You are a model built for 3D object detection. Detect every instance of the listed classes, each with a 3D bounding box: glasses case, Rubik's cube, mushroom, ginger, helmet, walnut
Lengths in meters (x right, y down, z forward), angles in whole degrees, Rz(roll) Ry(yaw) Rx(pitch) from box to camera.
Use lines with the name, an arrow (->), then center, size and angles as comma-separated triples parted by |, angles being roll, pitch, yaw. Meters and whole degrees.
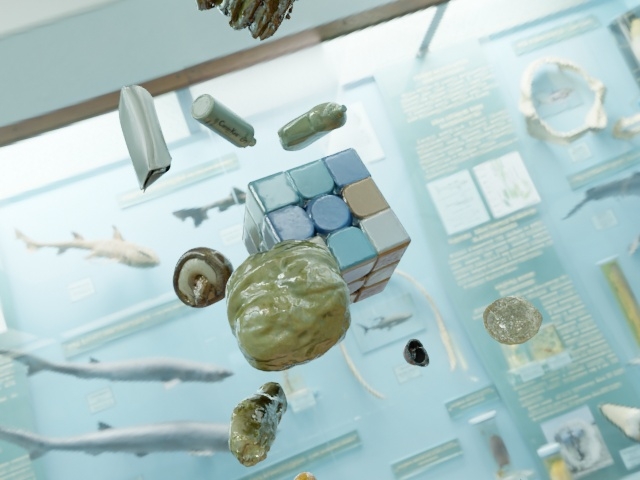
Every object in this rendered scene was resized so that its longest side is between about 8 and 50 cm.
glasses case -> -0.481, -0.275, 1.855 | 0.083, 0.308, 0.128 | -1, -33, -37
Rubik's cube -> 0.000, 0.000, 1.943 | 0.345, 0.346, 0.347 | -22, -21, -21
mushroom -> -0.380, 0.118, 2.251 | 0.231, 0.194, 0.138 | -22, -8, 24
ginger -> -0.149, 0.422, 1.589 | 0.117, 0.109, 0.263 | 9, 15, 10
helmet -> 0.252, 0.312, 1.829 | 0.065, 0.084, 0.049 | -6, -28, -36
walnut -> -0.069, 0.141, 1.484 | 0.277, 0.282, 0.253 | -28, -26, -4

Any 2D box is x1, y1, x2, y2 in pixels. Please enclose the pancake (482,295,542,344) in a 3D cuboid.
pancake -> 0.497, 0.207, 1.755 | 0.152, 0.151, 0.025 | -22, -45, -2

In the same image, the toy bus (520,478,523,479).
toy bus -> 0.342, 0.628, 1.354 | 0.272, 0.165, 0.133 | -27, -48, -14

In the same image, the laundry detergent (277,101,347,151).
laundry detergent -> -0.009, -0.368, 2.144 | 0.253, 0.091, 0.181 | -23, -3, 44

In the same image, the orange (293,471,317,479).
orange -> -0.046, 0.762, 2.105 | 0.084, 0.083, 0.083 | -21, -11, -4

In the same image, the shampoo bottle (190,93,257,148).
shampoo bottle -> -0.276, -0.347, 2.045 | 0.085, 0.085, 0.262 | -27, -29, 22

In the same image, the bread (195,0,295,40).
bread -> -0.153, -0.574, 1.214 | 0.192, 0.369, 0.314 | -9, -9, -17
